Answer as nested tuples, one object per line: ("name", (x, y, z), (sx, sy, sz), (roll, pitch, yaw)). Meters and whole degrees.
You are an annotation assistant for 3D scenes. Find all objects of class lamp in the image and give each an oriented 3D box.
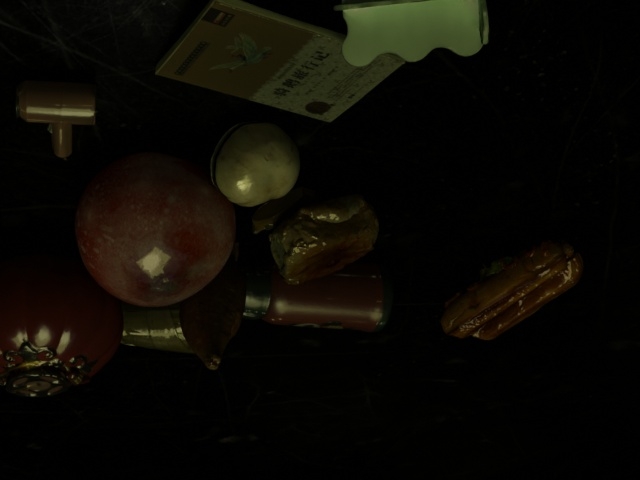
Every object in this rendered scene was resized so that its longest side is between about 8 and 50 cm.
("lamp", (-0.517, 0.152, 1.728), (0.303, 0.257, 0.303), (-6, 149, -4))

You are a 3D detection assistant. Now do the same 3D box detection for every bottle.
("bottle", (-0.030, 0.105, 1.898), (0.336, 0.144, 0.144), (6, 144, -18))

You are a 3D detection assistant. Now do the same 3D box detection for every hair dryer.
("hair dryer", (-0.404, -0.176, 1.442), (0.117, 0.064, 0.182), (0, 151, -14))

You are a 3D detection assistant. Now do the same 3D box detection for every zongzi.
("zongzi", (-0.320, 0.193, 1.995), (0.228, 0.115, 0.256), (-4, 157, -3))

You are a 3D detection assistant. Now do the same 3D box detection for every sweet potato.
("sweet potato", (-0.193, 0.118, 1.693), (0.131, 0.337, 0.131), (-7, 130, -8))

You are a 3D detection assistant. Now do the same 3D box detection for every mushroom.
("mushroom", (-0.110, -0.125, 1.546), (0.154, 0.122, 0.154), (-21, 124, -34))

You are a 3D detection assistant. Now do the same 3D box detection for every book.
("book", (-0.060, -0.260, 1.387), (0.310, 0.021, 0.217), (11, 157, -29))

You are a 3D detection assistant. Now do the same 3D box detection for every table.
("table", (0.119, -0.326, 1.268), (0.198, 0.166, 0.166), (-5, 148, 6))

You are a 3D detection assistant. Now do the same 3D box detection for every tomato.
("tomato", (-0.274, -0.008, 1.571), (0.270, 0.227, 0.270), (-11, 141, -9))

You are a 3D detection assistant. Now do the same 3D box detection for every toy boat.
("toy boat", (-0.070, -0.053, 1.722), (0.149, 0.047, 0.049), (-28, 143, 25))

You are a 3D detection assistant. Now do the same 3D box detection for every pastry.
("pastry", (0.000, 0.000, 1.725), (0.218, 0.100, 0.229), (-4, 155, -48))

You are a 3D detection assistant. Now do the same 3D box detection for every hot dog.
("hot dog", (0.406, 0.102, 2.025), (0.158, 0.117, 0.349), (10, 141, -37))
